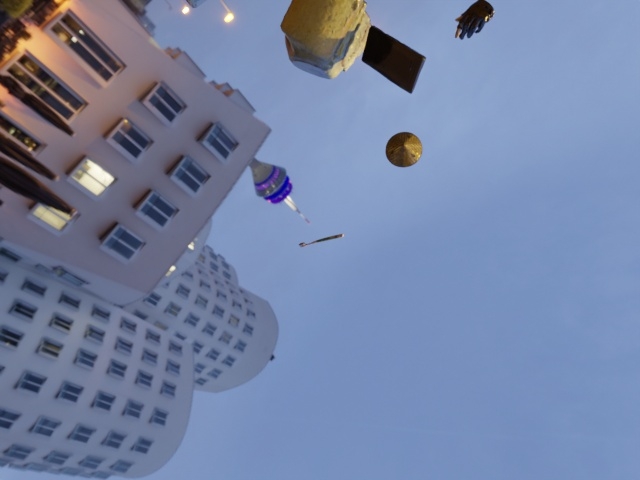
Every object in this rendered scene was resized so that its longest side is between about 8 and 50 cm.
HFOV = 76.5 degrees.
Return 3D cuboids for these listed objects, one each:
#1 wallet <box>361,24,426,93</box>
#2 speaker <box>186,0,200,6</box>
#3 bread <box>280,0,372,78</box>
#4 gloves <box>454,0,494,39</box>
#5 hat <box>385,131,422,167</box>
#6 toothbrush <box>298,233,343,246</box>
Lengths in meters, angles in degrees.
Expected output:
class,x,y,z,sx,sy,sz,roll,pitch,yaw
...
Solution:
class,x,y,z,sx,sy,sz,roll,pitch,yaw
wallet,0.228,-0.586,1.316,0.025,0.124,0.244,-25,-122,-32
speaker,-0.501,-1.032,1.388,0.184,0.406,0.183,-39,-158,1
bread,0.005,-0.703,1.373,0.264,0.239,0.395,-57,176,14
gloves,0.705,-1.026,1.901,0.180,0.129,0.106,-45,-177,17
hat,0.322,-0.361,1.573,0.145,0.067,0.146,-1,-95,11
toothbrush,0.000,0.000,1.922,0.257,0.024,0.018,-13,-130,34
